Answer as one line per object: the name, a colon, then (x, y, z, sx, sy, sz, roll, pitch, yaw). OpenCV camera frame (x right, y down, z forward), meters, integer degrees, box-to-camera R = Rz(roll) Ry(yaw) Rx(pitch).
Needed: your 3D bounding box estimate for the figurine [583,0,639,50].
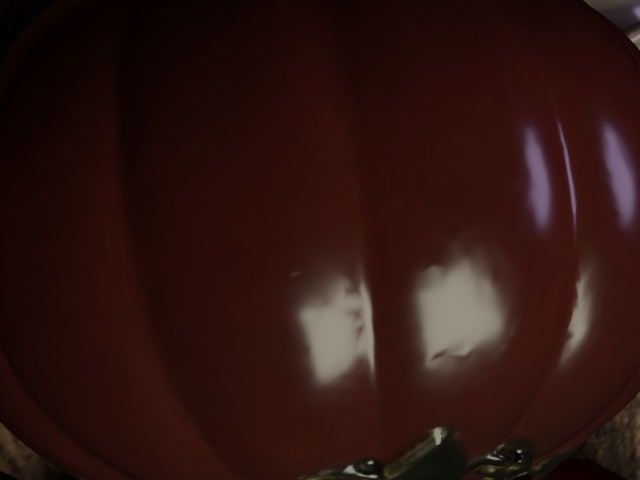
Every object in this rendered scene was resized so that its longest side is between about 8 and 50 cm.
figurine: (0.234, -0.084, 0.818, 0.235, 0.127, 0.155, -12, 141, -18)

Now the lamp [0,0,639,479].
lamp: (0.000, 0.000, 0.624, 0.303, 0.257, 0.303, -9, 170, -2)

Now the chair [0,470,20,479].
chair: (-0.145, 0.146, 0.805, 0.212, 0.101, 0.084, 33, 107, -7)

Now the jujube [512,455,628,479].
jujube: (0.175, 0.228, 1.021, 0.155, 0.155, 0.230, -48, 137, 12)
